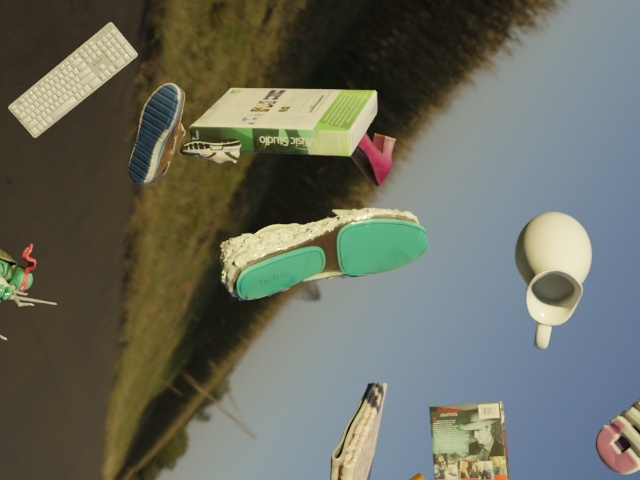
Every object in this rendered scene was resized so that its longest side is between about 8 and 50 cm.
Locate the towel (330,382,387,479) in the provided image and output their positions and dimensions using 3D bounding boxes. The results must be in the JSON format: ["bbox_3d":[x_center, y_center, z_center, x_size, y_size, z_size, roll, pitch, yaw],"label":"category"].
[{"bbox_3d":[0.062,0.502,2.010,0.332,0.053,0.317,-52,152,-63],"label":"towel"}]

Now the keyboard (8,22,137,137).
[{"bbox_3d":[-0.436,-0.279,1.679,0.256,0.072,0.014,-34,-169,18],"label":"keyboard"}]

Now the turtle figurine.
[{"bbox_3d":[-0.501,0.056,1.368,0.175,0.234,0.118,-41,-141,49],"label":"turtle figurine"}]

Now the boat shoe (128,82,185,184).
[{"bbox_3d":[-0.266,-0.181,1.609,0.066,0.066,0.183,-12,135,-57],"label":"boat shoe"}]

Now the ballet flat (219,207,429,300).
[{"bbox_3d":[0.000,0.000,1.790,0.408,0.147,0.147,-12,166,-19],"label":"ballet flat"}]

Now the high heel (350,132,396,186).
[{"bbox_3d":[0.068,-0.192,2.132,0.244,0.082,0.117,7,100,-48],"label":"high heel"}]

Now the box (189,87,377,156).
[{"bbox_3d":[-0.067,-0.238,1.894,0.232,0.321,0.059,-59,148,-57],"label":"box"}]

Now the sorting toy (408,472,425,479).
[{"bbox_3d":[0.059,0.486,1.404,0.307,0.229,0.041,-34,-171,-4],"label":"sorting toy"}]

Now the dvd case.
[{"bbox_3d":[0.167,0.242,1.070,0.087,0.120,0.013,-10,168,25],"label":"dvd case"}]

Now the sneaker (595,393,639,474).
[{"bbox_3d":[0.525,0.261,1.447,0.236,0.095,0.104,-45,145,12],"label":"sneaker"}]

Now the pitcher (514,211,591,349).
[{"bbox_3d":[0.379,0.063,1.588,0.207,0.125,0.178,-70,170,-55],"label":"pitcher"}]

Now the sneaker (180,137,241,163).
[{"bbox_3d":[-0.196,-0.155,1.712,0.040,0.109,0.044,-98,-170,-53],"label":"sneaker"}]
